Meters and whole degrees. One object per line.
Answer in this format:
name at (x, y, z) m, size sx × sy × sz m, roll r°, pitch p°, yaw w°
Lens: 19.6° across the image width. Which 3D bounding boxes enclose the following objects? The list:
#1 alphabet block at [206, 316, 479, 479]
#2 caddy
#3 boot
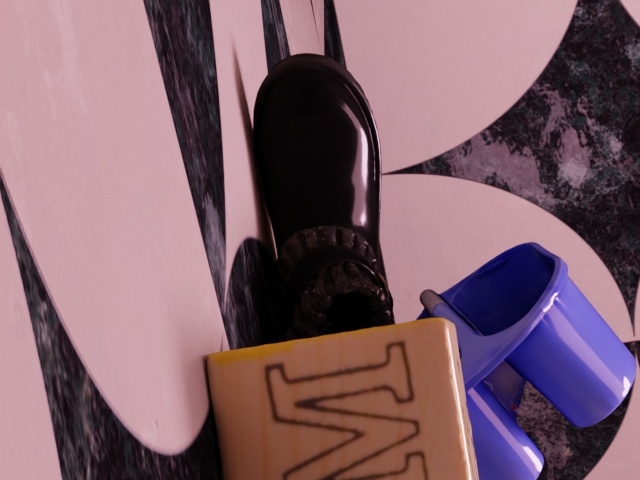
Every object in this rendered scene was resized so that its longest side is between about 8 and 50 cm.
alphabet block at (0.026, 0.173, 1.485) m, size 0.192 × 0.193 × 0.197 m, roll 36°, pitch 45°, yaw -85°
caddy at (0.164, 0.117, 1.852) m, size 0.179 × 0.241 × 0.341 m, roll 46°, pitch 1°, yaw -8°
boot at (0.004, 0.000, 1.862) m, size 0.260 × 0.131 × 0.348 m, roll -80°, pitch 161°, yaw -74°
